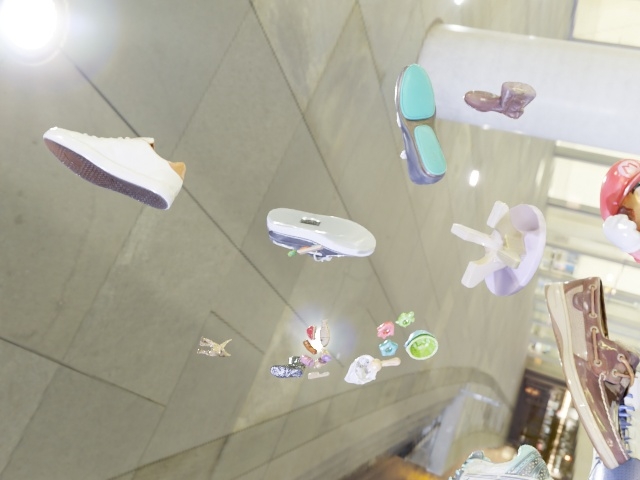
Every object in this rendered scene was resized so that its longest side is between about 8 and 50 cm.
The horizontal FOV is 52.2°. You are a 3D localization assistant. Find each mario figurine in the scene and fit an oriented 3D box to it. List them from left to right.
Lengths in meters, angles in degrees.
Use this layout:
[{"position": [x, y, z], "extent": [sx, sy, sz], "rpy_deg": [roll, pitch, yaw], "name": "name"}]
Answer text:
[{"position": [0.575, -0.007, 1.026], "extent": [0.170, 0.320, 0.198], "rpy_deg": [-45, 157, 29], "name": "mario figurine"}]

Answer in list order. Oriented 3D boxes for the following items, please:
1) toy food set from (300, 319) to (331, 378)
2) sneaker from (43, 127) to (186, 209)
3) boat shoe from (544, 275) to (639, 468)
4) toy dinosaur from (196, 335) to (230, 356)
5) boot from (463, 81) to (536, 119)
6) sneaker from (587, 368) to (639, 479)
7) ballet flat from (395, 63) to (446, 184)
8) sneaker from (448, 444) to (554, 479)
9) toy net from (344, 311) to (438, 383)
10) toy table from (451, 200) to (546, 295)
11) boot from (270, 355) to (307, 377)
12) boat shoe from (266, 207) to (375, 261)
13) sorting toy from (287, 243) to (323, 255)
[{"position": [-0.013, 0.235, 1.417], "extent": [0.019, 0.078, 0.122], "rpy_deg": [23, 55, -50], "name": "toy food set"}, {"position": [-0.414, -0.171, 1.340], "extent": [0.106, 0.290, 0.123], "rpy_deg": [118, -2, -62], "name": "sneaker"}, {"position": [0.484, 0.210, 1.121], "extent": [0.123, 0.123, 0.341], "rpy_deg": [49, 31, -43], "name": "boat shoe"}, {"position": [-0.299, 0.310, 1.854], "extent": [0.183, 0.093, 0.053], "rpy_deg": [-168, -85, -84], "name": "toy dinosaur"}, {"position": [0.288, -0.235, 1.056], "extent": [0.114, 0.107, 0.037], "rpy_deg": [27, 80, -81], "name": "boot"}, {"position": [0.543, 0.340, 1.210], "extent": [0.315, 0.128, 0.182], "rpy_deg": [-33, 98, -50], "name": "sneaker"}, {"position": [0.152, -0.180, 1.049], "extent": [0.074, 0.074, 0.203], "rpy_deg": [34, 45, -68], "name": "ballet flat"}, {"position": [0.273, 0.446, 1.155], "extent": [0.110, 0.283, 0.122], "rpy_deg": [50, 23, -51], "name": "sneaker"}, {"position": [0.141, 0.256, 1.450], "extent": [0.122, 0.232, 0.045], "rpy_deg": [42, 19, -31], "name": "toy net"}, {"position": [0.502, 0.024, 1.833], "extent": [0.161, 0.252, 0.274], "rpy_deg": [7, 99, -35], "name": "toy table"}, {"position": [-0.105, 0.430, 2.240], "extent": [0.099, 0.121, 0.045], "rpy_deg": [-72, 164, -71], "name": "boot"}, {"position": [-0.002, 0.003, 1.765], "extent": [0.113, 0.307, 0.104], "rpy_deg": [-66, 163, -48], "name": "boat shoe"}, {"position": [-0.036, 0.022, 1.504], "extent": [0.062, 0.083, 0.012], "rpy_deg": [55, 21, -84], "name": "sorting toy"}]
